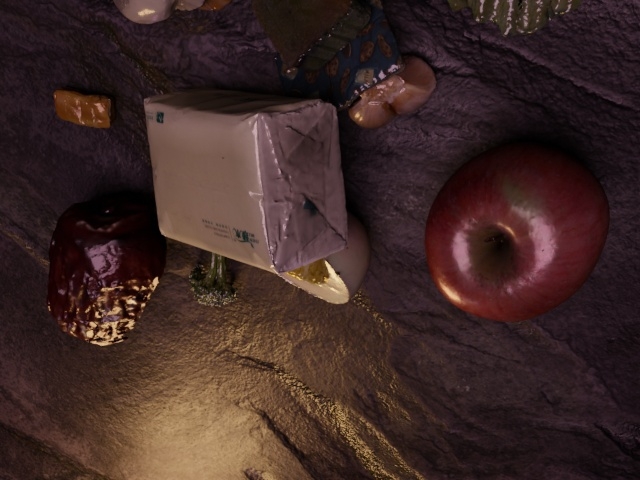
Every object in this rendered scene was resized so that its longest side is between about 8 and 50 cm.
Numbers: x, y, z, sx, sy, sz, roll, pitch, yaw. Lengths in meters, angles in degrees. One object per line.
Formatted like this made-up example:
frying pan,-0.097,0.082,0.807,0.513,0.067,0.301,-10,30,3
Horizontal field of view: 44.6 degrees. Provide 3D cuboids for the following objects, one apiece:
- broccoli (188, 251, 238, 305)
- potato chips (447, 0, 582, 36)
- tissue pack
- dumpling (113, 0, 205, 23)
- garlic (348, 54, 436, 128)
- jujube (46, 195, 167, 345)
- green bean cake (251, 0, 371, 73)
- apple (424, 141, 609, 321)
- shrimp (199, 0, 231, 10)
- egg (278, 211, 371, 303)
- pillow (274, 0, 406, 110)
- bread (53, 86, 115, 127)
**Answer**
broccoli,-0.236,0.052,1.754,0.118,0.122,0.204,7,107,-6
potato chips,0.305,-0.526,1.251,0.373,0.097,0.389,-16,126,22
tissue pack,-0.146,-0.128,1.457,0.380,0.207,0.297,14,117,46
dumpling,-0.294,-0.465,1.425,0.172,0.142,0.247,16,169,-26
garlic,0.127,-0.280,1.468,0.174,0.099,0.124,-32,118,29
jujube,-0.486,0.067,1.745,0.258,0.258,0.377,26,117,0
green bean cake,-0.014,-0.414,1.391,0.173,0.094,0.181,-39,68,28
apple,0.366,-0.021,1.456,0.344,0.269,0.345,10,111,29
shrimp,-0.260,-0.528,1.463,0.236,0.053,0.133,42,142,-14
egg,0.007,0.011,1.621,0.271,0.162,0.206,7,146,52
pillow,0.026,-0.330,1.432,0.255,0.034,0.189,-31,70,32
bread,-0.499,-0.281,1.652,0.132,0.053,0.074,14,121,9
